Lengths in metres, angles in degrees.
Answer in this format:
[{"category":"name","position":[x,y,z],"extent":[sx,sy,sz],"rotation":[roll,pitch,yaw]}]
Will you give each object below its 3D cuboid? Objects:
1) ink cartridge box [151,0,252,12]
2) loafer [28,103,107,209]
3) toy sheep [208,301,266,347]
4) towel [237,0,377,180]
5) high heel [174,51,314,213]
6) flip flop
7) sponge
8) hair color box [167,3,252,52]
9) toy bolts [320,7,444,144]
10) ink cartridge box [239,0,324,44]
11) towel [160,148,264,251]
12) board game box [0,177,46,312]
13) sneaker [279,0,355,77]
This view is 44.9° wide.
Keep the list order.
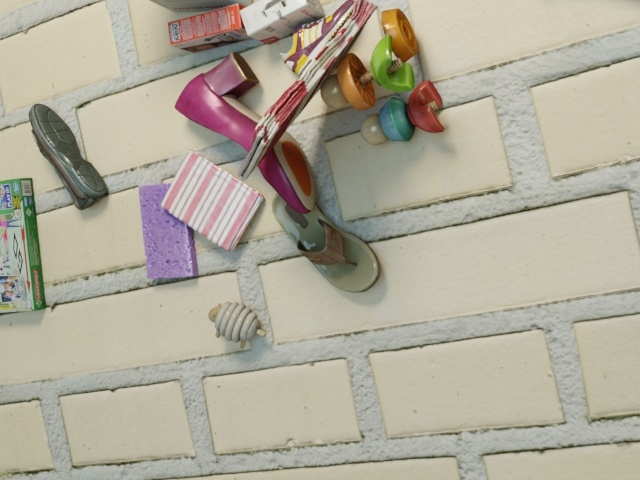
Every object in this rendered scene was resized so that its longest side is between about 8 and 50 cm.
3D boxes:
[{"category":"ink cartridge box","position":[-0.278,-0.538,1.514],"extent":[0.197,0.273,0.114],"rotation":[4,92,22]},{"category":"loafer","position":[-0.596,-0.188,1.768],"extent":[0.084,0.096,0.267],"rotation":[-40,80,26]},{"category":"toy sheep","position":[-0.174,0.174,1.623],"extent":[0.132,0.091,0.091],"rotation":[19,101,6]},{"category":"towel","position":[-0.033,-0.265,1.381],"extent":[0.037,0.237,0.329],"rotation":[38,72,-3]},{"category":"high heel","position":[-0.153,-0.185,1.573],"extent":[0.181,0.127,0.377],"rotation":[-34,71,23]},{"category":"flip flop","position":[0.000,0.000,1.538],"extent":[0.277,0.080,0.112],"rotation":[46,109,14]},{"category":"sponge","position":[-0.336,-0.021,1.702],"extent":[0.117,0.031,0.210],"rotation":[-5,91,22]},{"category":"hair color box","position":[-0.217,-0.433,1.590],"extent":[0.167,0.093,0.053],"rotation":[-6,91,23]},{"category":"toy bolts","position":[0.111,-0.285,1.431],"extent":[0.158,0.228,0.218],"rotation":[-19,42,27]},{"category":"ink cartridge box","position":[-0.074,-0.447,1.527],"extent":[0.135,0.099,0.056],"rotation":[-21,84,21]},{"category":"towel","position":[-0.231,-0.084,1.640],"extent":[0.197,0.029,0.144],"rotation":[33,99,12]},{"category":"board game box","position":[-0.779,0.017,1.882],"extent":[0.214,0.046,0.317],"rotation":[-5,92,22]},{"category":"sneaker","position":[-0.006,-0.410,1.517],"extent":[0.084,0.069,0.185],"rotation":[44,107,10]}]
